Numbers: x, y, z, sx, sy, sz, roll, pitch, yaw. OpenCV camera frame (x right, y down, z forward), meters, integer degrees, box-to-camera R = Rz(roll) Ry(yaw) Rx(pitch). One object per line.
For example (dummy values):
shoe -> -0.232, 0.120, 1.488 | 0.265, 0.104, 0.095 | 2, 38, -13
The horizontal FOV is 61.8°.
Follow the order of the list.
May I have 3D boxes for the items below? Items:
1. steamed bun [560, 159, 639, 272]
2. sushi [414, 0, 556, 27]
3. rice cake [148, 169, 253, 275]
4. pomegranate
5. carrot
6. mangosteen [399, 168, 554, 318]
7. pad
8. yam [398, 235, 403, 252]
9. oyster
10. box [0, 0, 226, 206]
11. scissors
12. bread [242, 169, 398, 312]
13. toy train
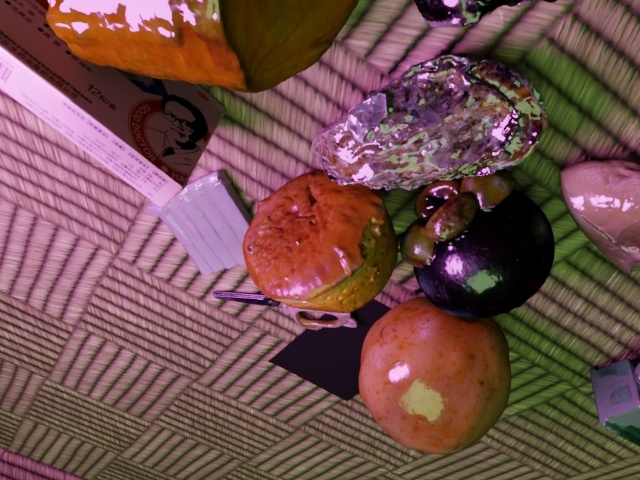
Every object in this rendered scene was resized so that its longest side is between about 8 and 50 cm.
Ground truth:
steamed bun -> 0.471, -0.023, 0.769 | 0.231, 0.110, 0.212 | 37, 158, -19
sushi -> 0.198, -0.313, 0.575 | 0.212, 0.147, 0.115 | -7, 131, 23
rice cake -> -0.206, -0.027, 1.001 | 0.189, 0.037, 0.198 | -19, 126, 26
pomegranate -> 0.220, 0.249, 1.020 | 0.307, 0.307, 0.307 | 6, 134, 6
carrot -> -0.126, -0.294, 0.597 | 0.340, 0.241, 0.241 | 7, 134, 6
mangosteen -> 0.240, 0.006, 0.824 | 0.243, 0.243, 0.243 | 6, 134, 6
pad -> 0.070, 0.256, 1.233 | 0.247, 0.007, 0.367 | 30, 132, -17
yam -> 0.112, 0.021, 0.985 | 0.145, 0.032, 0.032 | -21, 125, 28
oyster -> 0.131, -0.156, 0.755 | 0.351, 0.162, 0.158 | -7, 172, 28
box -> -0.304, -0.226, 0.712 | 0.069, 0.214, 0.353 | -32, 120, 33
scissors -> -0.078, 0.129, 1.132 | 0.317, 0.024, 0.160 | 6, 134, 11
bread -> 0.000, 0.000, 0.850 | 0.268, 0.268, 0.146 | -17, 138, 25
toy train -> 0.704, 0.326, 1.073 | 0.266, 0.145, 0.202 | 29, 135, -15
